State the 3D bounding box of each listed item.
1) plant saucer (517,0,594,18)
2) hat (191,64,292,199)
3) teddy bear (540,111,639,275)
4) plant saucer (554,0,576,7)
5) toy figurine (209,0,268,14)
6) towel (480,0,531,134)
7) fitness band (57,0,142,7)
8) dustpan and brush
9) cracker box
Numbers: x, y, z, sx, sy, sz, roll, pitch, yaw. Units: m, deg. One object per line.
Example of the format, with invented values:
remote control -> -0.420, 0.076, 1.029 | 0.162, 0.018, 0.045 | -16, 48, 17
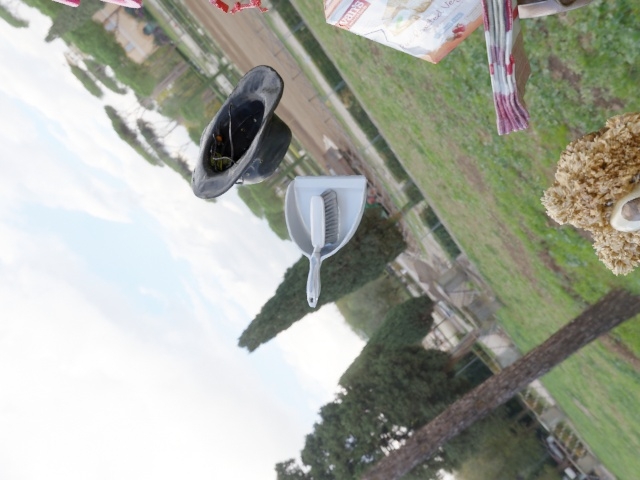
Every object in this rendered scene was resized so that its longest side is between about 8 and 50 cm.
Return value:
plant saucer -> 0.425, -0.435, 0.876 | 0.168, 0.168, 0.029 | -126, 18, -63
hat -> -0.156, -0.219, 1.102 | 0.134, 0.331, 0.331 | 27, -164, -36
teddy bear -> 0.455, -0.033, 0.613 | 0.338, 0.245, 0.113 | 28, -125, -34
plant saucer -> 0.322, -0.408, 0.618 | 0.036, 0.198, 0.198 | 23, 167, 35
toy figurine -> -0.184, -0.679, 0.970 | 0.191, 0.362, 0.217 | 28, -168, 31
towel -> 0.217, -0.324, 0.571 | 0.329, 0.037, 0.237 | 67, -148, -33
fitness band -> -0.483, -0.498, 0.910 | 0.209, 0.054, 0.291 | 13, -166, 33
dustpan and brush -> 0.000, 0.000, 0.785 | 0.147, 0.211, 0.060 | 4, -172, 31
cracker box -> 0.140, -0.367, 0.723 | 0.232, 0.156, 0.067 | 6, -113, -31
